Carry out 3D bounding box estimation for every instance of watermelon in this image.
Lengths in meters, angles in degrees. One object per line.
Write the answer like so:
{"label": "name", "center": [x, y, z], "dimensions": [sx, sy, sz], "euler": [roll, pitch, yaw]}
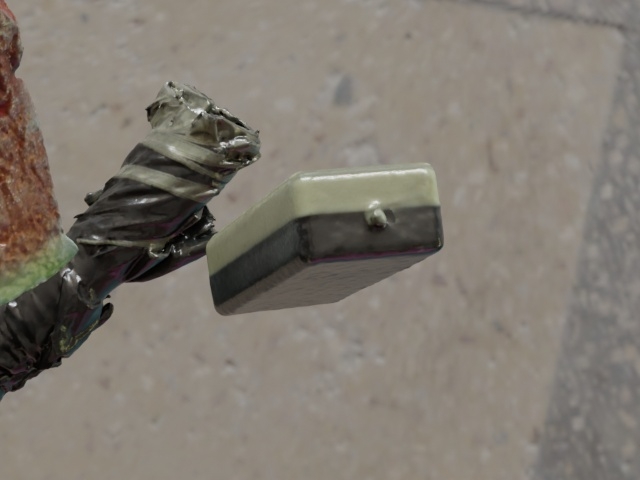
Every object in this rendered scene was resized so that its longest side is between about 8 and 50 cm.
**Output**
{"label": "watermelon", "center": [-0.171, -0.026, 0.907], "dimensions": [0.121, 0.098, 0.158], "euler": [48, 136, -3]}

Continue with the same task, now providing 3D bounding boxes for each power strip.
{"label": "power strip", "center": [0.000, 0.000, 1.351], "dimensions": [0.105, 0.257, 0.070], "euler": [-7, 83, -19]}

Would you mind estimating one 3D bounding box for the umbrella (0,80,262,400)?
{"label": "umbrella", "center": [-0.196, 0.016, 1.716], "dimensions": [0.357, 0.106, 0.113], "euler": [-48, 50, -1]}
